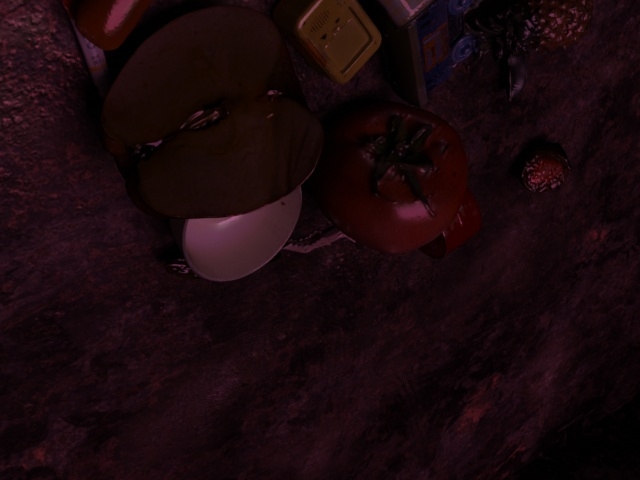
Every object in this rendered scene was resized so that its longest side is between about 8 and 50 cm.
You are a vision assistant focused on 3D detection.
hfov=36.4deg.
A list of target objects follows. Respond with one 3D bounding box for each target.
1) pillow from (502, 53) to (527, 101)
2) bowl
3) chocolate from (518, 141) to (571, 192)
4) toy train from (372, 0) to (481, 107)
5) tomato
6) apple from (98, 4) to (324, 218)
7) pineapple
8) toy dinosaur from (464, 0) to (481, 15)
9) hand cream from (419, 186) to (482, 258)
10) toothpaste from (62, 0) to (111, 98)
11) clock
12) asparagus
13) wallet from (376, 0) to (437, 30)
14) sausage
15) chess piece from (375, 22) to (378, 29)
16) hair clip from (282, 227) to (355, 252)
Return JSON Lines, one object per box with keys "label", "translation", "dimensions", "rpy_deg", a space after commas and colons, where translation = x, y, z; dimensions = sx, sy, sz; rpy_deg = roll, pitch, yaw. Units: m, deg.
{"label": "pillow", "translation": [0.467, -0.407, 2.328], "dimensions": [0.091, 0.055, 0.135], "rpy_deg": [-33, 139, -23]}
{"label": "bowl", "translation": [-0.185, -0.071, 1.911], "dimensions": [0.277, 0.145, 0.277], "rpy_deg": [-25, 136, -26]}
{"label": "chocolate", "translation": [0.584, -0.191, 2.560], "dimensions": [0.133, 0.124, 0.127], "rpy_deg": [-22, 173, 5]}
{"label": "toy train", "translation": [0.217, -0.430, 1.997], "dimensions": [0.202, 0.131, 0.299], "rpy_deg": [-38, 151, -9]}
{"label": "tomato", "translation": [0.151, -0.119, 2.054], "dimensions": [0.341, 0.341, 0.272], "rpy_deg": [-30, 153, -23]}
{"label": "apple", "translation": [-0.187, -0.203, 1.659], "dimensions": [0.365, 0.329, 0.295], "rpy_deg": [-29, 134, -11]}
{"label": "pineapple", "translation": [0.452, -0.479, 2.185], "dimensions": [0.340, 0.169, 0.169], "rpy_deg": [-22, 133, -29]}
{"label": "toy dinosaur", "translation": [0.333, -0.521, 2.122], "dimensions": [0.180, 0.037, 0.058], "rpy_deg": [-45, 165, 22]}
{"label": "hand cream", "translation": [0.280, -0.064, 2.319], "dimensions": [0.125, 0.193, 0.193], "rpy_deg": [-35, 138, -20]}
{"label": "toothpaste", "translation": [-0.381, -0.323, 1.621], "dimensions": [0.048, 0.031, 0.190], "rpy_deg": [-32, 135, -24]}
{"label": "clock", "translation": [0.014, -0.410, 1.870], "dimensions": [0.143, 0.096, 0.202], "rpy_deg": [-47, 140, -1]}
{"label": "asparagus", "translation": [-0.211, 0.039, 2.032], "dimensions": [0.287, 0.080, 0.080], "rpy_deg": [-10, 127, -45]}
{"label": "wallet", "translation": [0.124, -0.567, 1.771], "dimensions": [0.223, 0.077, 0.309], "rpy_deg": [-44, 110, -8]}
{"label": "sausage", "translation": [-0.307, -0.419, 1.560], "dimensions": [0.238, 0.098, 0.098], "rpy_deg": [-56, 141, 0]}
{"label": "chess piece", "translation": [0.137, -0.469, 1.990], "dimensions": [0.035, 0.035, 0.092], "rpy_deg": [15, 113, -48]}
{"label": "hair clip", "translation": [0.000, 0.000, 2.227], "dimensions": [0.226, 0.034, 0.072], "rpy_deg": [-20, 133, -31]}
